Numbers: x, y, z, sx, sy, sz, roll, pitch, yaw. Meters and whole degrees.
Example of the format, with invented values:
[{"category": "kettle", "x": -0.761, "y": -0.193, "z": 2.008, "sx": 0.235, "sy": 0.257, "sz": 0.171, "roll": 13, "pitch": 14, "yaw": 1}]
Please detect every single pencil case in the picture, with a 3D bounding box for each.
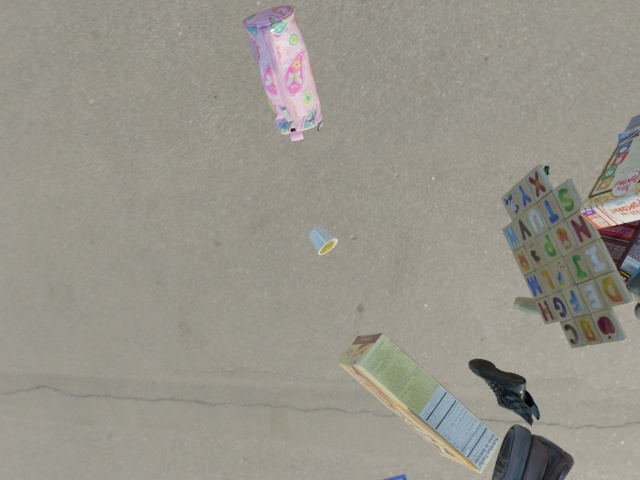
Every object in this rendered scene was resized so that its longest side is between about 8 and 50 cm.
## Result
[{"category": "pencil case", "x": -0.080, "y": -0.375, "z": 1.155, "sx": 0.124, "sy": 0.124, "sz": 0.284, "roll": -1, "pitch": 131, "yaw": 18}]

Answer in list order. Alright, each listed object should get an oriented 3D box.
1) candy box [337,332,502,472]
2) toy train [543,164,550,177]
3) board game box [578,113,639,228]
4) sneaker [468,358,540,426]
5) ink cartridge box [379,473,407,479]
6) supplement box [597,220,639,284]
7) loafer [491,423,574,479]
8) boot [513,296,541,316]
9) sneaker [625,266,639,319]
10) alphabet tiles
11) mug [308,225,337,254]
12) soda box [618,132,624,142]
[{"category": "candy box", "x": 0.195, "y": 0.328, "z": 1.059, "sx": 0.316, "sy": 0.087, "sz": 0.183, "roll": 41, "pitch": 164, "yaw": -1}, {"category": "toy train", "x": 0.567, "y": -0.150, "z": 1.285, "sx": 0.017, "sy": 0.024, "sz": 0.083, "roll": 5, "pitch": 113, "yaw": 23}, {"category": "board game box", "x": 0.459, "y": -0.114, "z": 0.693, "sx": 0.045, "sy": 0.193, "sz": 0.147, "roll": 39, "pitch": 165, "yaw": -6}, {"category": "sneaker", "x": 0.399, "y": 0.329, "z": 1.122, "sx": 0.170, "sy": 0.051, "sz": 0.089, "roll": 15, "pitch": 119, "yaw": 52}, {"category": "ink cartridge box", "x": 0.158, "y": 0.636, "z": 1.039, "sx": 0.186, "sy": 0.065, "sz": 0.311, "roll": -25, "pitch": 84, "yaw": 21}, {"category": "supplement box", "x": 0.731, "y": -0.005, "z": 1.227, "sx": 0.073, "sy": 0.130, "sz": 0.239, "roll": 28, "pitch": 93, "yaw": -17}, {"category": "loafer", "x": 0.256, "y": 0.397, "z": 0.655, "sx": 0.095, "sy": 0.302, "sz": 0.109, "roll": 20, "pitch": 154, "yaw": 13}, {"category": "boot", "x": 0.657, "y": 0.131, "z": 1.422, "sx": 0.213, "sy": 0.077, "sz": 0.165, "roll": 5, "pitch": 106, "yaw": 15}, {"category": "sneaker", "x": 0.737, "y": 0.145, "z": 1.049, "sx": 0.341, "sy": 0.140, "sz": 0.125, "roll": 21, "pitch": 111, "yaw": -44}, {"category": "alphabet tiles", "x": 0.456, "y": 0.038, "z": 0.984, "sx": 0.011, "sy": 0.342, "sz": 0.285, "roll": -18, "pitch": 166, "yaw": -9}, {"category": "mug", "x": -0.002, "y": 0.000, "z": 1.364, "sx": 0.064, "sy": 0.062, "sz": 0.078, "roll": 50, "pitch": 135, "yaw": 19}, {"category": "soda box", "x": 0.742, "y": -0.195, "z": 1.063, "sx": 0.210, "sy": 0.071, "sz": 0.067, "roll": 22, "pitch": 124, "yaw": 58}]
